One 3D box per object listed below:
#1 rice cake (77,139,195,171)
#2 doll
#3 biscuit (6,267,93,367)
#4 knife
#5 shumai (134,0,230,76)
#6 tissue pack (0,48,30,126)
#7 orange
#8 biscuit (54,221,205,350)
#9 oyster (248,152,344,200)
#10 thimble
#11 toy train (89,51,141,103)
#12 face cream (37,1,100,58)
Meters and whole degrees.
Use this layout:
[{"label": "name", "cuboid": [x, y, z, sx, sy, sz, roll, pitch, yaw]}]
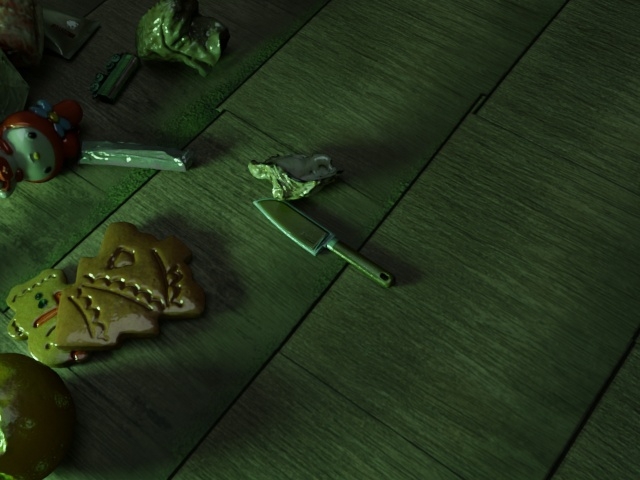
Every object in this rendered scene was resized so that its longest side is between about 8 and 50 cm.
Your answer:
[{"label": "rice cake", "cuboid": [-0.404, -0.182, 1.548, 0.270, 0.049, 0.055, 5, 38, 8]}, {"label": "doll", "cuboid": [-0.612, -0.199, 1.515, 0.130, 0.161, 0.290, 7, 37, 37]}, {"label": "biscuit", "cuboid": [-0.513, 0.153, 1.369, 0.166, 0.036, 0.225, -30, 61, -13]}, {"label": "knife", "cuboid": [-0.001, 0.001, 1.413, 0.343, 0.027, 0.061, 35, 73, 23]}, {"label": "shumai", "cuboid": [-0.325, -0.455, 1.659, 0.185, 0.218, 0.184, 57, 43, -10]}, {"label": "tissue pack", "cuboid": [-0.875, -0.271, 1.553, 0.381, 0.207, 0.297, 3, 64, 8]}, {"label": "orange", "cuboid": [-0.507, 0.287, 1.205, 0.159, 0.179, 0.237, -33, 60, -10]}, {"label": "biscuit", "cuboid": [-0.376, 0.100, 1.361, 0.284, 0.043, 0.306, 37, 63, 20]}, {"label": "oyster", "cuboid": [-0.055, -0.135, 1.479, 0.191, 0.081, 0.163, 22, 37, 16]}, {"label": "thimble", "cuboid": [-0.759, -0.487, 1.635, 0.239, 0.239, 0.162, -1, 84, 5]}, {"label": "toy train", "cuboid": [-0.486, -0.385, 1.682, 0.071, 0.038, 0.147, 18, 64, 16]}, {"label": "face cream", "cuboid": [-0.735, -0.557, 1.792, 0.341, 0.084, 0.137, 23, 61, 10]}]
